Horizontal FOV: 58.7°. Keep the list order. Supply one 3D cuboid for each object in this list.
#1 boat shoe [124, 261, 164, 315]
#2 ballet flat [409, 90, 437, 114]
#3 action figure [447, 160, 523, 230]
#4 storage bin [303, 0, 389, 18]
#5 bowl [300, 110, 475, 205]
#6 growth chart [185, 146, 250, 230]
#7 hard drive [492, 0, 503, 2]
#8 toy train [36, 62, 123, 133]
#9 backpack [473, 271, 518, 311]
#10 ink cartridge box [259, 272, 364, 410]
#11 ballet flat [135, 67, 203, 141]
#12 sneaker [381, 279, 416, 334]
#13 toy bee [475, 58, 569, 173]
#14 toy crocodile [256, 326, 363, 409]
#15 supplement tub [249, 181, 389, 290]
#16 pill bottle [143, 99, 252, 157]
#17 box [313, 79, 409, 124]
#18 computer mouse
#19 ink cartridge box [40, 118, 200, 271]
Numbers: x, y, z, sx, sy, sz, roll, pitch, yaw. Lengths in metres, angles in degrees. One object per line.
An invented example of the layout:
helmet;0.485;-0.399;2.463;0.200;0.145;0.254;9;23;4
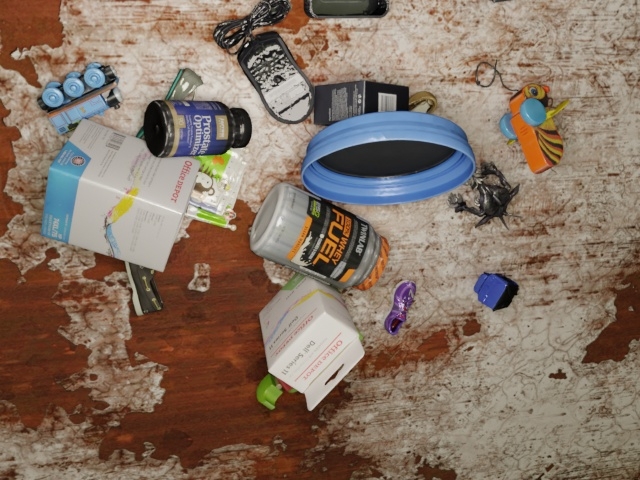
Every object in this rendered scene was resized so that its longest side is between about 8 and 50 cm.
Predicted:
boat shoe;-0.445;0.084;1.424;0.069;0.081;0.227;-9;120;-11
ballet flat;0.186;-0.290;1.402;0.232;0.073;0.080;-37;113;5
action figure;0.399;-0.146;1.471;0.164;0.141;0.275;-42;98;5
storage bin;0.057;-0.558;1.262;0.180;0.084;0.122;-4;113;-9
bowl;0.149;-0.178;1.300;0.391;0.391;0.077;2;74;-12
growth chart;-0.269;-0.149;1.396;0.172;0.021;0.237;11;108;-14
hard drive;0.459;-0.691;1.305;0.172;0.054;0.254;-11;113;-7
toy train;-0.522;-0.314;1.249;0.184;0.080;0.105;-26;123;-3
backpack;0.506;0.139;1.628;0.120;0.101;0.098;8;118;-49
ink cartridge box;-0.033;0.226;1.411;0.119;0.353;0.207;38;100;-22
ballet flat;-0.341;-0.291;1.297;0.068;0.072;0.213;32;102;-27
sneaker;0.232;0.192;1.607;0.068;0.071;0.170;12;108;-16
toy bee;0.534;-0.325;1.414;0.162;0.195;0.298;-25;105;-28
toy crocodile;-0.033;0.346;1.596;0.340;0.105;0.115;-32;114;2
supplement tub;0.000;0.000;1.416;0.316;0.193;0.193;23;105;-20
pill bottle;-0.268;-0.249;1.264;0.219;0.123;0.122;-11;117;-39
box;0.092;-0.306;1.293;0.156;0.158;0.093;-7;101;-44
computer mouse;-0.104;-0.397;1.308;0.188;0.072;0.272;-27;102;2
ink cartridge box;-0.431;-0.096;1.249;0.270;0.198;0.197;19;129;-14
